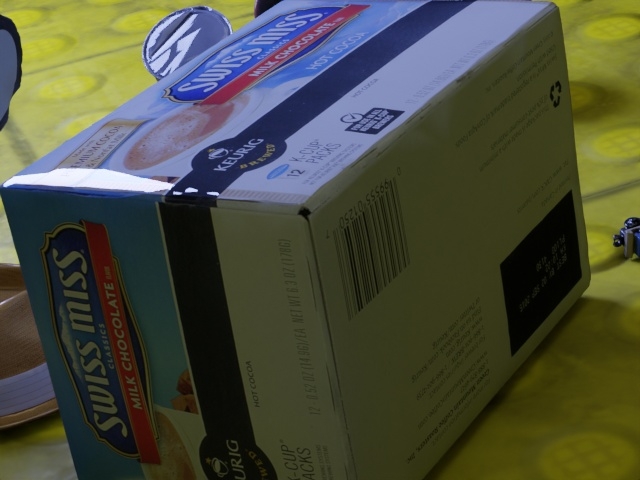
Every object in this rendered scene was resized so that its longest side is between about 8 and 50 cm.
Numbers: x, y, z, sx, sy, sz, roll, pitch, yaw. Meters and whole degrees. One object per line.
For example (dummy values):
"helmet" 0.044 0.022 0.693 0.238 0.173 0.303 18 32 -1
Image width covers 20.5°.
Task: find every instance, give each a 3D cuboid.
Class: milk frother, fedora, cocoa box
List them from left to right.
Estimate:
"fedora" -0.240 0.069 1.293 0.194 0.079 0.194 -7 26 4
"milk frother" -0.070 -0.118 1.552 0.143 0.135 0.129 -6 57 14
"cocoa box" 0.000 0.000 1.173 0.228 0.231 0.347 6 29 32

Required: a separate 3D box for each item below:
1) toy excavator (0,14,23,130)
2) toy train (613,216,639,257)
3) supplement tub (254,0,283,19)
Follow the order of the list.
"toy excavator" -0.428 0.001 1.265 0.222 0.433 0.445 12 4 13
"toy train" 0.296 -0.015 1.340 0.158 0.027 0.036 -15 37 -12
"supplement tub" 0.011 -0.266 1.866 0.106 0.106 0.198 2 28 22
